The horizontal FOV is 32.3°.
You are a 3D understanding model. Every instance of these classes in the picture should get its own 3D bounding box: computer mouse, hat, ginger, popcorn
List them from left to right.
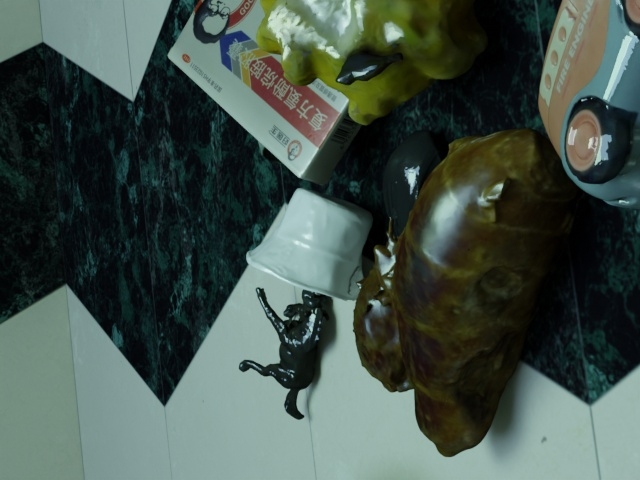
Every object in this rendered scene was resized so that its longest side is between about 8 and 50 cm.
[{"bbox_3d":[0.000,0.000,1.561,0.203,0.203,0.126,27,100,57],"label":"hat"},{"bbox_3d":[0.072,-0.305,1.323,0.297,0.281,0.316,36,100,10],"label":"popcorn"},{"bbox_3d":[0.115,-0.063,1.436,0.099,0.057,0.172,46,135,47],"label":"computer mouse"},{"bbox_3d":[0.147,0.031,1.273,0.254,0.176,0.418,50,141,39],"label":"ginger"}]

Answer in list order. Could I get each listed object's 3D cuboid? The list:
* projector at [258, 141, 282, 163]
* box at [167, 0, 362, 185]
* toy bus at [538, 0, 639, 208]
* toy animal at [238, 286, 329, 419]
[{"bbox_3d":[-0.077,-0.290,1.705,0.108,0.108,0.338,-44,55,54],"label":"projector"},{"bbox_3d":[-0.060,-0.263,1.580,0.353,0.069,0.214,45,110,36],"label":"box"},{"bbox_3d":[0.303,-0.177,0.969,0.232,0.194,0.288,-114,32,-54],"label":"toy bus"},{"bbox_3d":[-0.049,0.164,1.737,0.148,0.084,0.233,42,125,50],"label":"toy animal"}]
